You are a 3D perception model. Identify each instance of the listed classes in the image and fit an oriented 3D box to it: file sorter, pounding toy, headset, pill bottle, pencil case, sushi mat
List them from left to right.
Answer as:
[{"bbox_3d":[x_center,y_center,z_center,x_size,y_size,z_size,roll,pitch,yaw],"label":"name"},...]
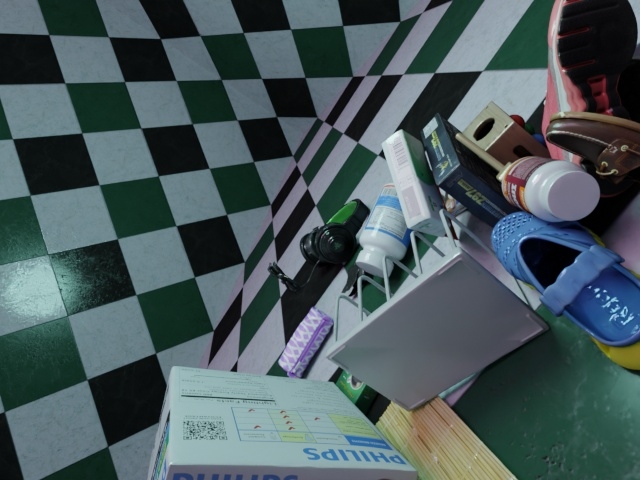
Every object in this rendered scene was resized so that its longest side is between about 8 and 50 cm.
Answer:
[{"bbox_3d":[-0.042,0.292,1.194,0.206,0.086,0.088,-60,5,-1],"label":"pencil case"},{"bbox_3d":[0.000,0.000,1.383,0.394,0.185,0.243,-54,15,-22],"label":"headset"},{"bbox_3d":[0.173,-0.023,1.056,0.222,0.124,0.124,-64,19,-14],"label":"pill bottle"},{"bbox_3d":[0.175,0.112,0.702,0.277,0.192,0.173,-44,20,27],"label":"file sorter"},{"bbox_3d":[0.177,0.337,0.648,0.151,0.019,0.316,-58,18,2],"label":"sushi mat"},{"bbox_3d":[0.339,-0.175,0.752,0.094,0.181,0.206,-49,21,28],"label":"pounding toy"},{"bbox_3d":[0.328,-0.075,0.602,0.086,0.086,0.152,-55,4,15],"label":"pill bottle"}]

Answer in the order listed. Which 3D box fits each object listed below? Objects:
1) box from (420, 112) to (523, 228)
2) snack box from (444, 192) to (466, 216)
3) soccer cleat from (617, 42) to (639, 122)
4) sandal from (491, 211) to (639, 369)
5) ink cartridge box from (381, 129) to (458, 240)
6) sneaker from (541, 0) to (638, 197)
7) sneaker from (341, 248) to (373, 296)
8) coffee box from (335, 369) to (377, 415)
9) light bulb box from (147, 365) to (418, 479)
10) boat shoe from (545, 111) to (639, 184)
[{"bbox_3d":[0.291,-0.134,0.812,0.059,0.183,0.233,-47,23,33],"label":"box"},{"bbox_3d":[0.325,-0.133,0.983,0.064,0.022,0.178,-38,28,46],"label":"snack box"},{"bbox_3d":[0.511,-0.263,0.596,0.116,0.109,0.318,-27,-7,-20],"label":"soccer cleat"},{"bbox_3d":[0.321,0.026,0.567,0.126,0.138,0.317,-57,16,14],"label":"sandal"},{"bbox_3d":[0.219,-0.099,0.821,0.056,0.224,0.181,-28,67,36],"label":"ink cartridge box"},{"bbox_3d":[0.380,-0.221,0.635,0.136,0.115,0.314,-124,25,-82],"label":"sneaker"},{"bbox_3d":[0.113,0.072,1.183,0.089,0.051,0.170,-30,37,49],"label":"sneaker"},{"bbox_3d":[0.094,0.292,0.908,0.184,0.040,0.113,-61,19,-3],"label":"coffee box"},{"bbox_3d":[-0.096,0.389,0.699,0.361,0.357,0.225,-172,94,-72],"label":"light bulb box"},{"bbox_3d":[0.387,-0.105,0.520,0.073,0.206,0.073,9,-78,-67],"label":"boat shoe"}]
